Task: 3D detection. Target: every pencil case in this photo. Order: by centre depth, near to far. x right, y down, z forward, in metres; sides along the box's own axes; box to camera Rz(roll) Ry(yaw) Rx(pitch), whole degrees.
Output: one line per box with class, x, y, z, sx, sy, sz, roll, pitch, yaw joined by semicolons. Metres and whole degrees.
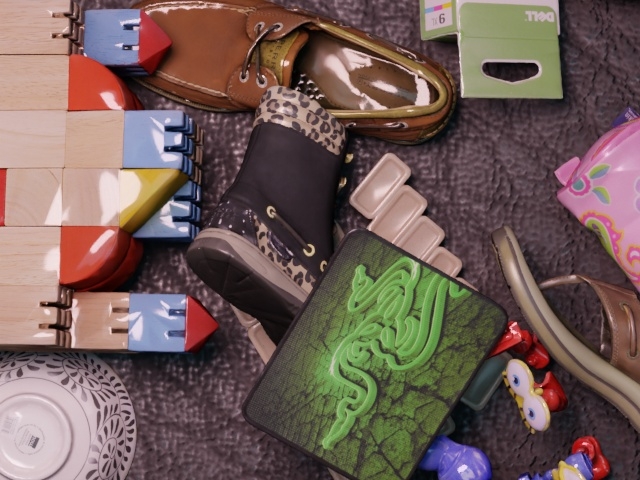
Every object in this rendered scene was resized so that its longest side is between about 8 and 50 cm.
pencil case;0.326;0.020;1.606;0.124;0.124;0.284;-41;87;-2

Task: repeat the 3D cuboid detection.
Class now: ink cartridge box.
ink cartridge box;0.146;-0.223;1.623;0.109;0.062;0.209;-1;87;-30

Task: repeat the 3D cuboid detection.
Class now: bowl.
bowl;-0.247;0.169;1.617;0.170;0.080;0.170;0;86;0

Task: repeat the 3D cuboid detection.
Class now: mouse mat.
mouse mat;0.043;0.101;1.505;0.153;0.007;0.189;29;100;-8

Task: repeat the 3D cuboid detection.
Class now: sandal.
sandal;0.257;0.092;1.601;0.303;0.120;0.086;44;97;-7

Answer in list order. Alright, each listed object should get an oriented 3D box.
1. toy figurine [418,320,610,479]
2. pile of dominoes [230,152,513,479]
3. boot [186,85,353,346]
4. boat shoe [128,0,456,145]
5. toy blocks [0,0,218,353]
toy figurine;0.156;0.273;1.576;0.217;0.191;0.362;-27;86;12
pile of dominoes;0.042;0.070;1.654;0.196;0.040;0.251;-30;95;-2
boot;0.001;-0.001;1.575;0.236;0.085;0.178;41;56;-37
boat shoe;-0.032;-0.160;1.620;0.307;0.104;0.110;10;87;1
toy blocks;-0.214;-0.053;1.554;0.261;0.191;0.381;0;83;8
